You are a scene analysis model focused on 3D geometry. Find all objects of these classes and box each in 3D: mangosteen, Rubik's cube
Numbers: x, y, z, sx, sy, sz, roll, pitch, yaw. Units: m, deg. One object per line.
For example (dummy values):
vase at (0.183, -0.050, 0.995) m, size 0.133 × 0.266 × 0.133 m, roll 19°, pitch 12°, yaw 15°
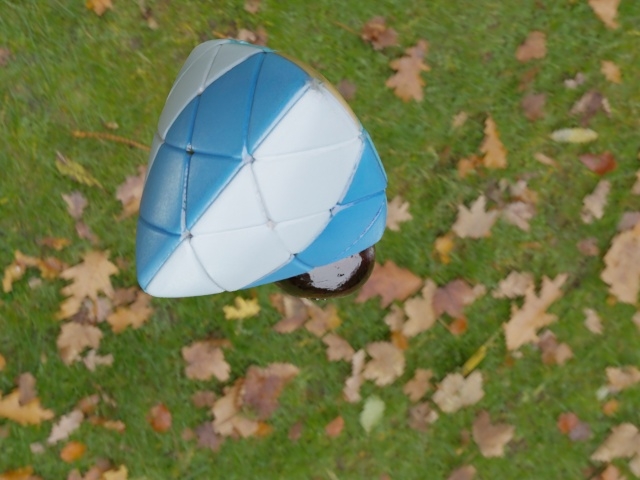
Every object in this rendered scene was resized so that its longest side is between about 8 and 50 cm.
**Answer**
mangosteen at (0.000, 0.000, 1.369) m, size 0.140 × 0.140 × 0.140 m, roll -9°, pitch 116°, yaw -20°
Rubik's cube at (-0.050, -0.104, 1.024) m, size 0.254 × 0.254 × 0.254 m, roll -9°, pitch 116°, yaw -20°
